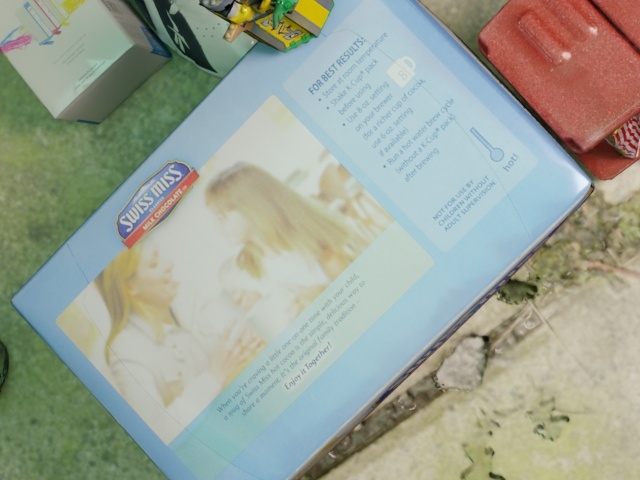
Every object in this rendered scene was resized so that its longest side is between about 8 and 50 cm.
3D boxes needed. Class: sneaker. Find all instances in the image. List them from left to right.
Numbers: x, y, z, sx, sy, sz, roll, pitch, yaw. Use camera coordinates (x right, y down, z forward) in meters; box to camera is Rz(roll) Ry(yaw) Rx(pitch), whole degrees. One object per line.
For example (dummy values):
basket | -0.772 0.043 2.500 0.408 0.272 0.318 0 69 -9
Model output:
sneaker | -0.132 -0.226 1.016 0.094 0.153 0.235 -30 86 13

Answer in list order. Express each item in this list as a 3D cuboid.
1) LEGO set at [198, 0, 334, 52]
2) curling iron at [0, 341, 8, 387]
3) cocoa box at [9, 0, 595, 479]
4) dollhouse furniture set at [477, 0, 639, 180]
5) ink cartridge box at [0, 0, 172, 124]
LEGO set | -0.111 -0.278 0.808 0.331 0.192 0.255 39 99 28
curling iron | -0.378 0.051 1.141 0.274 0.035 0.068 37 95 7
cocoa box | 0.000 0.000 0.959 0.347 0.228 0.231 -45 83 10
dollhouse furniture set | 0.133 -0.229 0.945 0.152 0.201 0.374 -43 77 11
ink cartridge box | -0.209 -0.178 1.066 0.090 0.092 0.143 -41 83 11
